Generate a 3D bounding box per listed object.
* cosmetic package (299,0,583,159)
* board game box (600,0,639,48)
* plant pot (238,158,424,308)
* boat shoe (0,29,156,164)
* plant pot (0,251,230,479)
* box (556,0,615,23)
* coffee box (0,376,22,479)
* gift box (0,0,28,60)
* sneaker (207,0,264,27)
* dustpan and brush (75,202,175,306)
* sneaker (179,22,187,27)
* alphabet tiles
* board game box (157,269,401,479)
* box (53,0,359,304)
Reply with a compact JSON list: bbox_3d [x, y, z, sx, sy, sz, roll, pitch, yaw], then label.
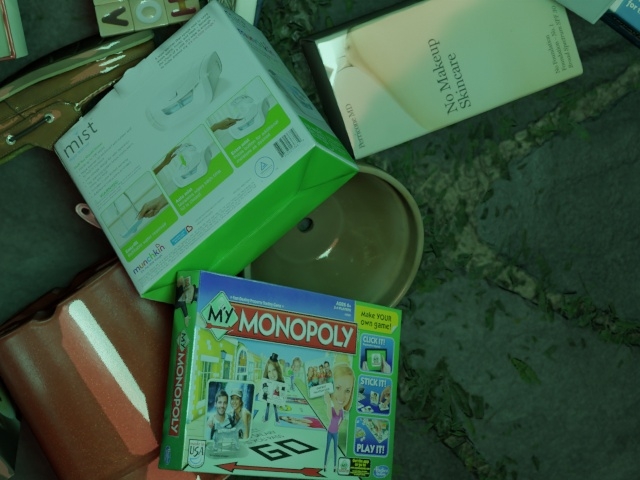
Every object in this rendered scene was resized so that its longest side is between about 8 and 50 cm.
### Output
[{"bbox_3d":[0.149,-0.229,1.550,0.309,0.113,0.160,-23,103,-8],"label":"cosmetic package"},{"bbox_3d":[0.496,-0.403,1.604,0.254,0.079,0.336,32,93,-15],"label":"board game box"},{"bbox_3d":[0.000,0.000,1.546,0.237,0.110,0.237,-10,116,-21],"label":"plant pot"},{"bbox_3d":[-0.325,-0.159,1.479,0.307,0.110,0.104,-23,107,3],"label":"boat shoe"},{"bbox_3d":[-0.238,0.171,1.470,0.272,0.272,0.265,-32,100,-4],"label":"plant pot"},{"bbox_3d":[0.247,-0.450,1.434,0.345,0.168,0.215,33,75,1],"label":"box"},{"bbox_3d":[-0.434,0.187,1.411,0.119,0.297,0.168,-35,105,-3],"label":"coffee box"},{"bbox_3d":[-0.492,-0.293,1.345,0.276,0.258,0.255,-2,103,9],"label":"gift box"},{"bbox_3d":[-0.040,-0.405,1.480,0.148,0.131,0.350,1,109,-30],"label":"sneaker"},{"bbox_3d":[-0.209,0.005,1.545,0.211,0.060,0.147,30,93,-14],"label":"dustpan and brush"},{"bbox_3d":[-0.163,-0.283,1.517,0.032,0.037,0.083,-31,106,-6],"label":"sneaker"},{"bbox_3d":[-0.220,-0.354,1.451,0.198,0.009,0.237,-12,76,-6],"label":"alphabet tiles"},{"bbox_3d":[-0.036,0.162,1.417,0.317,0.046,0.213,13,78,-42],"label":"board game box"},{"bbox_3d":[-0.135,-0.095,1.413,0.262,0.127,0.231,-41,65,13],"label":"box"}]
